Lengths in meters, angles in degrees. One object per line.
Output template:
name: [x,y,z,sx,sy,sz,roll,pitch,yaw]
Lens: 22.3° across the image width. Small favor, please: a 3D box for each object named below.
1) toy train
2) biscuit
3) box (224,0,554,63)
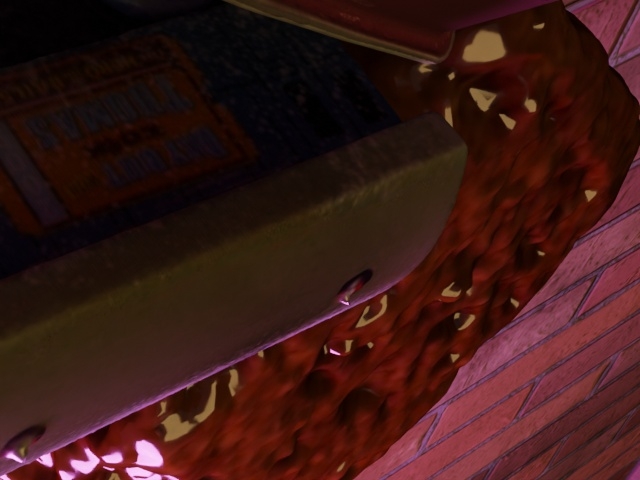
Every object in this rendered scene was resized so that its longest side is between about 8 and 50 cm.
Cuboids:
toy train: [-0.105,-0.025,0.620,0.300,0.202,0.131,-24,159,-39]
biscuit: [0.000,0.000,0.913,0.395,0.166,0.343,-47,160,7]
box: [0.043,-0.181,0.551,0.167,0.193,0.294,-12,172,27]
